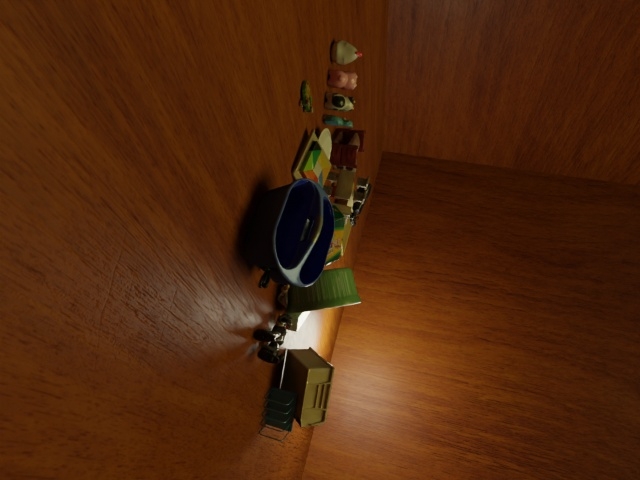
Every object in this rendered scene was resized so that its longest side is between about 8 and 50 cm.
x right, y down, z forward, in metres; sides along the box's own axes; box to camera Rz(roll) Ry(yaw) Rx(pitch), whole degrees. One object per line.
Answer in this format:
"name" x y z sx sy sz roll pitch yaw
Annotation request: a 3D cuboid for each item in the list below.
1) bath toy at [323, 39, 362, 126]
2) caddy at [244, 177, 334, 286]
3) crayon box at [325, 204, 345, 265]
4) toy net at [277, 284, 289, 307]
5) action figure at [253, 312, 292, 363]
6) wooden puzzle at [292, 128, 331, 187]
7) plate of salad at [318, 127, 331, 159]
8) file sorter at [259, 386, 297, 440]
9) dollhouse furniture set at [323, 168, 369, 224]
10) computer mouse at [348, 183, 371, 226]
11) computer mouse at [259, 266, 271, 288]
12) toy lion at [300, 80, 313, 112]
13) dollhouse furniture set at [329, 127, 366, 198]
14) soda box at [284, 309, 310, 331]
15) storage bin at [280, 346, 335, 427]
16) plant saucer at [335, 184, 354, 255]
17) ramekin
"bath toy" 0.102 -0.673 1.895 0.151 0.129 0.347 -47 145 -68
"caddy" -0.072 -0.024 1.320 0.241 0.179 0.341 44 52 -41
"crayon box" 0.000 0.000 1.768 0.166 0.081 0.278 -24 147 -20
"toy net" -0.143 0.151 1.682 0.122 0.045 0.232 -105 -160 -61
"action figure" -0.164 0.369 1.631 0.285 0.099 0.185 5 91 -81
"wooden puzzle" -0.022 -0.279 1.722 0.220 0.045 0.238 -69 152 -26
"plate of salad" 0.002 -0.378 1.866 0.200 0.048 0.199 14 90 -75
"file sorter" -0.177 0.718 1.816 0.104 0.118 0.170 -16 115 -74
"dollhouse furniture set" 0.102 -0.217 2.019 0.161 0.212 0.241 93 9 -78
"computer mouse" 0.222 -0.228 2.620 0.272 0.072 0.188 -64 167 -12
"computer mouse" -0.153 0.023 1.465 0.184 0.060 0.261 -64 161 -48
"toy lion" -0.048 -0.517 1.572 0.100 0.034 0.095 24 69 -78
"dollhouse furniture set" 0.124 -0.356 2.207 0.201 0.152 0.373 -66 162 -48
"soda box" -0.102 0.321 1.940 0.216 0.069 0.073 -46 145 -70
"storage bin" -0.066 0.637 1.931 0.262 0.123 0.260 16 -82 64
"plant saucer" 0.129 -0.129 2.605 0.332 0.081 0.332 81 23 -57
"ramekin" 0.004 0.201 1.779 0.303 0.304 0.148 29 52 -78
